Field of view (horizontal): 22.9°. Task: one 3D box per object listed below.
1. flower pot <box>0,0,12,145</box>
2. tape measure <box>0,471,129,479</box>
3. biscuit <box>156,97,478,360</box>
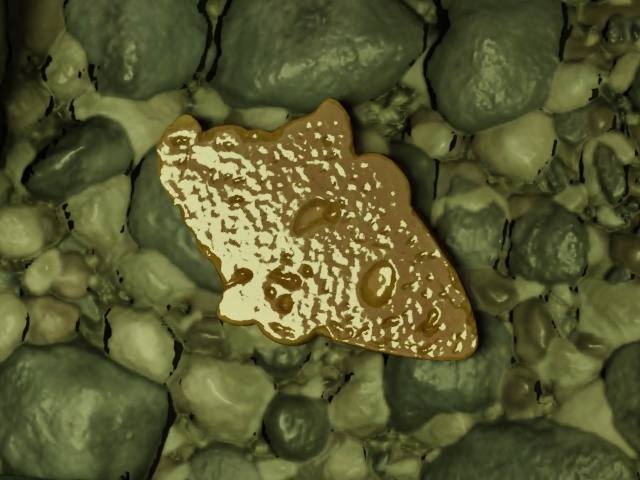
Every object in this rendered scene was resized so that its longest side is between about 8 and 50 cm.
[{"bbox_3d":[-0.325,-0.126,0.954,0.213,0.302,0.302,8,88,19],"label":"flower pot"},{"bbox_3d":[-0.294,0.210,1.026,0.330,0.084,0.164,3,83,3],"label":"tape measure"},{"bbox_3d":[0.000,0.000,1.040,0.250,0.035,0.162,36,95,6],"label":"biscuit"}]
